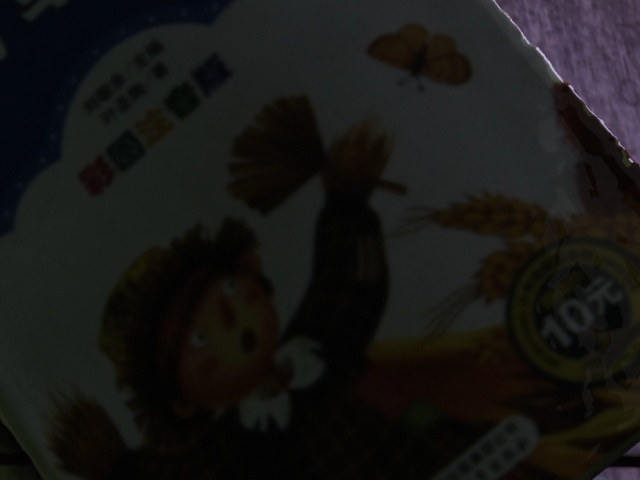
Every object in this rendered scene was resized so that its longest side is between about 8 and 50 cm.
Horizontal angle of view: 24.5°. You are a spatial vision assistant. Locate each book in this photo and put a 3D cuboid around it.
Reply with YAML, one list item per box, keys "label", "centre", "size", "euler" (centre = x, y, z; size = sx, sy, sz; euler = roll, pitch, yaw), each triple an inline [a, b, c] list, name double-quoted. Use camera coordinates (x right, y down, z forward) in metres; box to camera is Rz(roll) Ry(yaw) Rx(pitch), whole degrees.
- label: "book"
  centre: [-0.048, -0.029, 0.686]
  size: [0.300, 0.039, 0.428]
  euler: [-41, 74, 6]

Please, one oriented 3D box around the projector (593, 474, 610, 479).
- label: "projector"
  centre: [0.189, 0.241, 0.624]
  size: [0.259, 0.079, 0.257]
  euler: [34, 23, 4]
